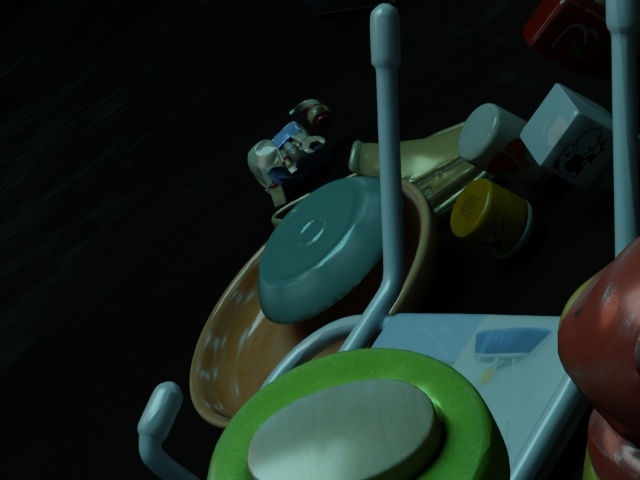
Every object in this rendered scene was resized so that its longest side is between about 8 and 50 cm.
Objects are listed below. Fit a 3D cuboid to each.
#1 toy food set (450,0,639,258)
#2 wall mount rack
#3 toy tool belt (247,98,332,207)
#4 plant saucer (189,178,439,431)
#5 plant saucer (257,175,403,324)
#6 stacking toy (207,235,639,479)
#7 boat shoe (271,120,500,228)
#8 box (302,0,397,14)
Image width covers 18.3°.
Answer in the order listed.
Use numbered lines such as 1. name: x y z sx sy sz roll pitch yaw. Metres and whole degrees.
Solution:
1. toy food set: 0.178 -0.084 1.197 0.232 0.104 0.111 -56 28 18
2. wall mount rack: 0.059 0.017 1.047 0.350 0.130 0.304 0 52 55
3. toy tool belt: -0.015 -0.067 1.586 0.083 0.052 0.051 -43 49 8
4. plant saucer: 0.001 0.047 1.269 0.200 0.037 0.200 -34 28 22
5. plant saucer: 0.000 0.000 1.268 0.119 0.021 0.119 -35 29 23
6. stacking toy: 0.046 0.111 0.751 0.279 0.130 0.309 6 45 26
7. boat shoe: 0.046 -0.039 1.345 0.190 0.072 0.068 -33 20 24
8. box: 0.025 -0.441 1.857 0.312 0.343 0.179 -48 20 -15
